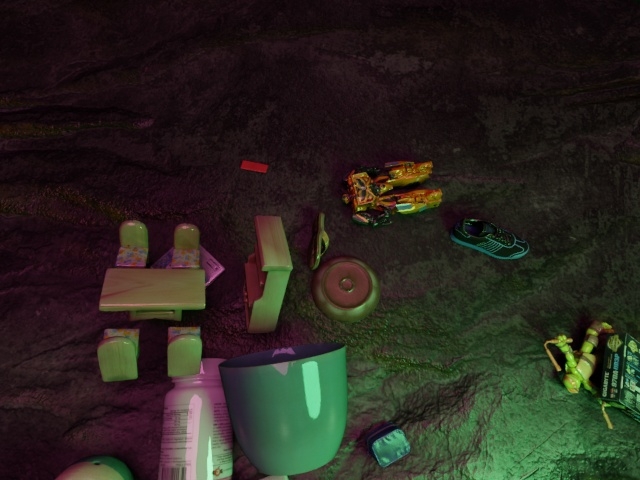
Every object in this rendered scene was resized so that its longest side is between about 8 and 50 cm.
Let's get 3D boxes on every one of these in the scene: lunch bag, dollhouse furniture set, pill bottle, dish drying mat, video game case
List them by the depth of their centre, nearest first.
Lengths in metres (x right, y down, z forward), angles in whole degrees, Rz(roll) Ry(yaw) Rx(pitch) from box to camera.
[{"bbox_3d":[-0.285,0.427,0.965,0.161,0.160,0.282,-2,68,-3],"label":"pill bottle"},{"bbox_3d":[-0.291,0.087,0.967,0.395,0.256,0.361,2,42,-18],"label":"dollhouse furniture set"},{"bbox_3d":[0.159,0.497,1.010,0.099,0.065,0.067,-22,86,-12],"label":"lunch bag"},{"bbox_3d":[-0.377,0.080,1.178,0.157,0.019,0.143,41,72,12],"label":"video game case"},{"bbox_3d":[-0.210,-0.234,1.318,0.084,0.008,0.032,10,67,3],"label":"dish drying mat"}]

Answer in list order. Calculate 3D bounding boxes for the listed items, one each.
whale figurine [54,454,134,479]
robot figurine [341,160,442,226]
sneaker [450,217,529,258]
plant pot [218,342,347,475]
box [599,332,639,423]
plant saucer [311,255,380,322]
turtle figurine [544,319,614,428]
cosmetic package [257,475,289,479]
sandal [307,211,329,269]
[{"bbox_3d":[-0.506,0.612,0.915,0.217,0.141,0.271,9,92,0],"label":"whale figurine"},{"bbox_3d":[0.208,-0.155,1.264,0.292,0.085,0.210,-10,68,-7],"label":"robot figurine"},{"bbox_3d":[0.506,-0.008,1.215,0.233,0.090,0.081,13,68,3],"label":"sneaker"},{"bbox_3d":[-0.072,0.376,0.940,0.294,0.293,0.234,-7,82,-5],"label":"plant pot"},{"bbox_3d":[0.808,0.360,1.055,0.220,0.051,0.175,30,68,-19],"label":"box"},{"bbox_3d":[0.073,0.130,1.170,0.199,0.036,0.198,1,69,-2],"label":"plant saucer"},{"bbox_3d":[0.707,0.331,1.092,0.217,0.087,0.269,-37,85,-20],"label":"turtle figurine"},{"bbox_3d":[-0.209,0.653,0.832,0.366,0.197,0.155,-16,115,-7],"label":"cosmetic package"},{"bbox_3d":[0.000,0.000,1.209,0.049,0.072,0.180,18,62,-19],"label":"sandal"}]
